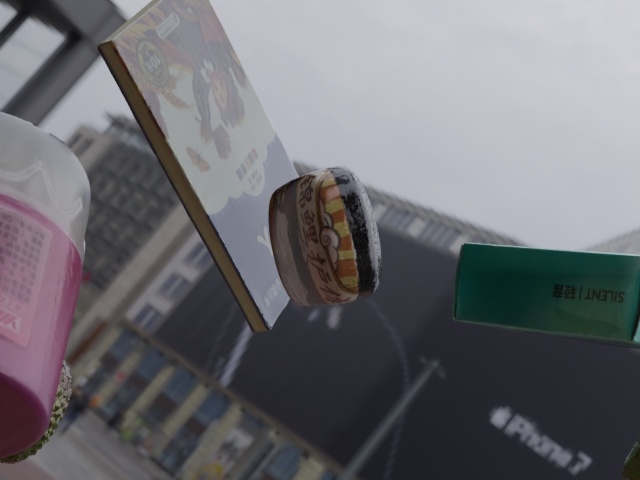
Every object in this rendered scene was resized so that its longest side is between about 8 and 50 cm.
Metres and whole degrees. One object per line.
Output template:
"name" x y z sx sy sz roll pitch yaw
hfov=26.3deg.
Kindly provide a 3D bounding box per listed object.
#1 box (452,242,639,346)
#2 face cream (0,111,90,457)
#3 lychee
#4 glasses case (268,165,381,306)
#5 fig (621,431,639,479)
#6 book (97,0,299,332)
"box" 0.359 0.079 1.853 0.205 0.118 0.311 10 -4 -44
"face cream" -0.255 0.030 0.938 0.175 0.195 0.175 3 -32 2
"lychee" -0.303 0.147 1.352 0.114 0.146 0.114 10 -3 0
"glasses case" 0.000 0.000 1.316 0.321 0.082 0.122 162 -82 -81
"fig" 0.410 0.221 1.569 0.123 0.156 0.123 62 10 -20
"book" -0.130 -0.122 1.835 0.428 0.039 0.300 62 25 -18
